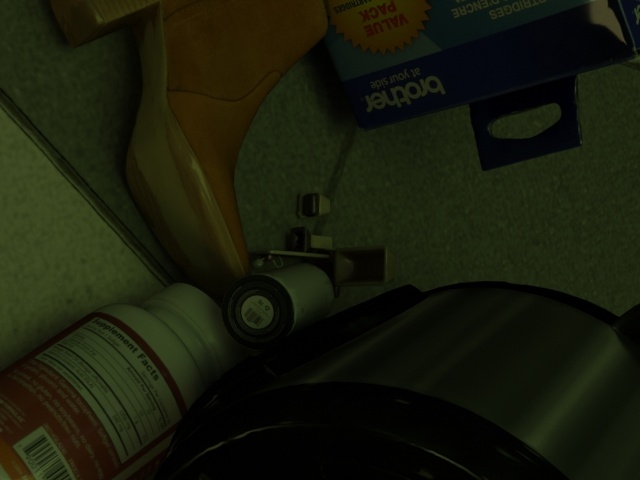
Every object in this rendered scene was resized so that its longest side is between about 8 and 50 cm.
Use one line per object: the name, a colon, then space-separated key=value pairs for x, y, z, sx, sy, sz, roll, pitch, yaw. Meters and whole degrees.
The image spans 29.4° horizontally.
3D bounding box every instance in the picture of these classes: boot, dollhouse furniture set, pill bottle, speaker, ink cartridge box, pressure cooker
boot: x=-0.065 y=-0.121 z=0.965 sx=0.211 sy=0.104 sz=0.295 roll=-32 pitch=102 yaw=-35
dollhouse furniture set: x=0.000 y=0.000 z=0.998 sx=0.081 sy=0.114 sz=0.091 roll=6 pitch=84 yaw=-39
pill bottle: x=-0.160 y=0.121 z=0.860 sx=0.216 sy=0.121 sz=0.121 roll=-35 pitch=108 yaw=-35
speaker: x=-0.029 y=0.047 z=0.919 sx=0.136 sy=0.055 sz=0.055 roll=-13 pitch=96 yaw=-77
ink cartridge box: x=0.118 y=-0.260 z=0.999 sx=0.151 sy=0.270 sz=0.395 roll=-43 pitch=114 yaw=-48
pressure cooker: x=0.102 y=0.226 z=0.870 sx=0.420 sy=0.370 sz=0.375 roll=-24 pitch=111 yaw=-61
